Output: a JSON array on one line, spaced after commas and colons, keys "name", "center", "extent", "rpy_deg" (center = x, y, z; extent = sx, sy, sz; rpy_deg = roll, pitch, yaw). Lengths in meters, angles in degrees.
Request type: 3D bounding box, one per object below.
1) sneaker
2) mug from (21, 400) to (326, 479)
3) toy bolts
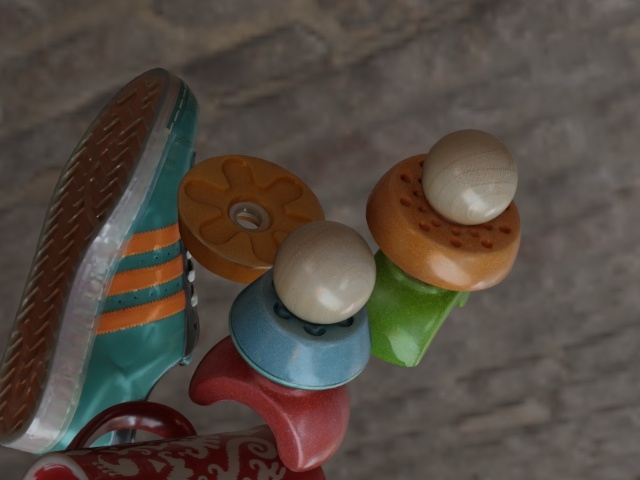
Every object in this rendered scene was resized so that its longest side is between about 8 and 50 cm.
[{"name": "sneaker", "center": [-0.142, 0.025, 1.469], "extent": [0.121, 0.302, 0.108], "rpy_deg": [22, 177, -35]}, {"name": "mug", "center": [-0.104, 0.168, 1.200], "extent": [0.169, 0.113, 0.150], "rpy_deg": [2, -172, -43]}, {"name": "toy bolts", "center": [0.000, 0.000, 1.211], "extent": [0.218, 0.228, 0.158], "rpy_deg": [30, 134, 7]}]
